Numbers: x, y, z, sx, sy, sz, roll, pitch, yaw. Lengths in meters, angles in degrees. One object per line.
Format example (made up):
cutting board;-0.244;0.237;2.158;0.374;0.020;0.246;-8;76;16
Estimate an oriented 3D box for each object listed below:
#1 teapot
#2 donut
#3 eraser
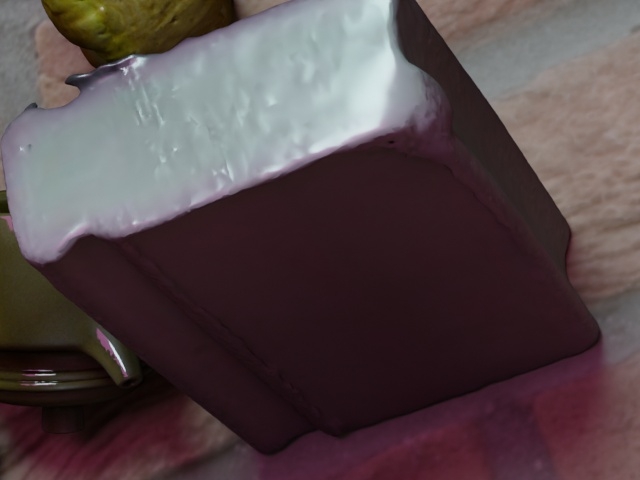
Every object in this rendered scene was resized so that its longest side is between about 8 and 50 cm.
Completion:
teapot;-0.199;0.052;1.457;0.267;0.185;0.175;11;102;58
donut;-0.169;-0.248;1.548;0.128;0.208;0.261;-29;67;6
eraser;0.000;0.000;1.273;0.272;0.359;0.122;-18;61;14
